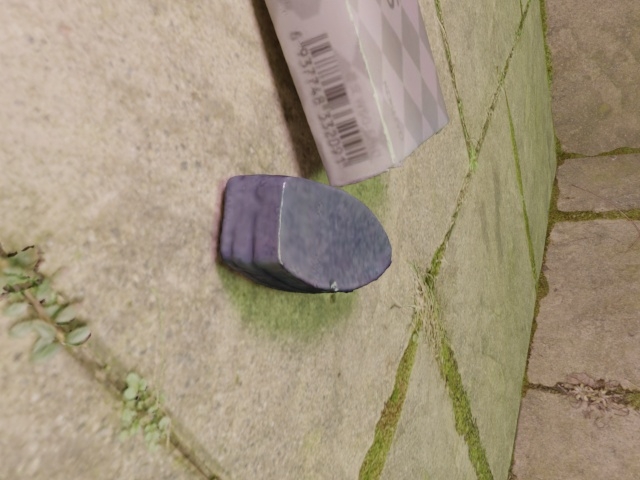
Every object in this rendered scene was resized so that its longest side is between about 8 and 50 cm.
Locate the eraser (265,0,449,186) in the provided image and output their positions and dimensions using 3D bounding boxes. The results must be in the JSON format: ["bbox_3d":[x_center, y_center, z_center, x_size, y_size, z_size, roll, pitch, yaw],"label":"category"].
[{"bbox_3d":[0.030,-0.286,0.588,0.213,0.082,0.397,-41,117,-44],"label":"eraser"}]

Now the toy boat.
[{"bbox_3d":[0.000,0.000,0.590,0.283,0.078,0.127,15,74,-56],"label":"toy boat"}]
